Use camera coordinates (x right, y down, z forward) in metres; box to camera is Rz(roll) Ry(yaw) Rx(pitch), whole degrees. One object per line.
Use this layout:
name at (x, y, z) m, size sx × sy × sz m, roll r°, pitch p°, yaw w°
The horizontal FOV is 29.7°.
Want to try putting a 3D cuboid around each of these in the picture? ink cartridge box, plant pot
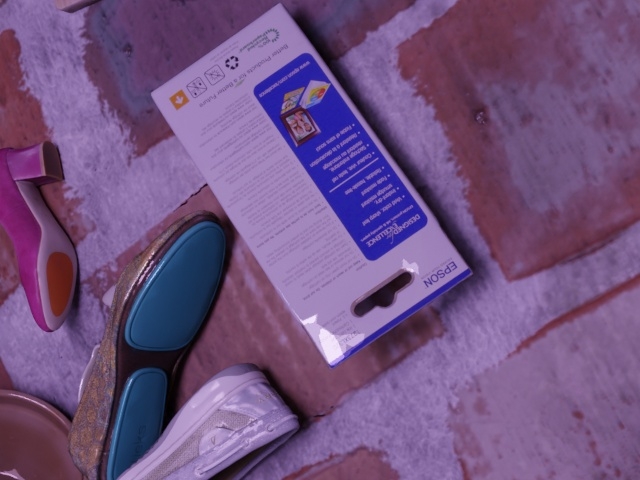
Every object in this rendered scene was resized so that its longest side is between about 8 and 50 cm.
ink cartridge box at (-0.012, -0.059, 1.268) m, size 0.176 × 0.069 × 0.371 m, roll -35°, pitch 70°, yaw 2°
plant pot at (-0.395, 0.307, 1.444) m, size 0.237 × 0.237 × 0.109 m, roll 46°, pitch 150°, yaw 21°

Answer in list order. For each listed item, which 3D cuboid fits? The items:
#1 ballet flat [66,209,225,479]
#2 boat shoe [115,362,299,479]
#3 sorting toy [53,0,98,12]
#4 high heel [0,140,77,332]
ballet flat at (-0.212, 0.118, 1.381) m, size 0.123 × 0.123 × 0.348 m, roll 22°, pitch 99°, yaw 27°
boat shoe at (-0.150, 0.281, 1.339) m, size 0.103 × 0.118 × 0.320 m, roll 45°, pitch 102°, yaw 26°
sorting toy at (-0.254, -0.436, 1.419) m, size 0.256 × 0.089 × 0.257 m, roll -16°, pitch 82°, yaw 27°
high heel at (-0.371, 0.000, 1.475) m, size 0.117 × 0.082 × 0.244 m, roll -14°, pitch 79°, yaw 21°
